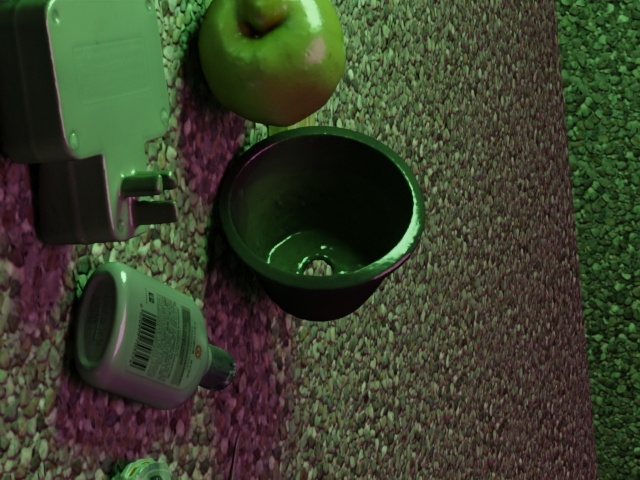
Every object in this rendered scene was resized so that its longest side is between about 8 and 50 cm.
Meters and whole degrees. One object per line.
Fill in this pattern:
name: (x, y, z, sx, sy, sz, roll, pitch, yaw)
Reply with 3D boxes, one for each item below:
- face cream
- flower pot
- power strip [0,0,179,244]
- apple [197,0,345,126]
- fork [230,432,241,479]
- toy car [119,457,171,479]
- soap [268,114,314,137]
face cream: (-0.183, 0.121, 1.807, 0.291, 0.071, 0.144, 30, 64, -62)
flower pot: (0.000, 0.000, 2.053, 0.166, 0.269, 0.269, 92, 15, -51)
power strip: (-0.224, -0.129, 1.628, 0.229, 0.141, 0.261, -28, 114, -66)
apple: (-0.059, -0.233, 1.949, 0.200, 0.200, 0.200, 1, 90, -66)
fork: (-0.114, 0.307, 2.045, 0.016, 0.012, 0.115, 52, 40, -60)
toy car: (-0.202, 0.351, 1.791, 0.095, 0.056, 0.205, 0, 90, -68)
soap: (-0.042, -0.227, 2.162, 0.092, 0.037, 0.252, -17, 106, -64)
